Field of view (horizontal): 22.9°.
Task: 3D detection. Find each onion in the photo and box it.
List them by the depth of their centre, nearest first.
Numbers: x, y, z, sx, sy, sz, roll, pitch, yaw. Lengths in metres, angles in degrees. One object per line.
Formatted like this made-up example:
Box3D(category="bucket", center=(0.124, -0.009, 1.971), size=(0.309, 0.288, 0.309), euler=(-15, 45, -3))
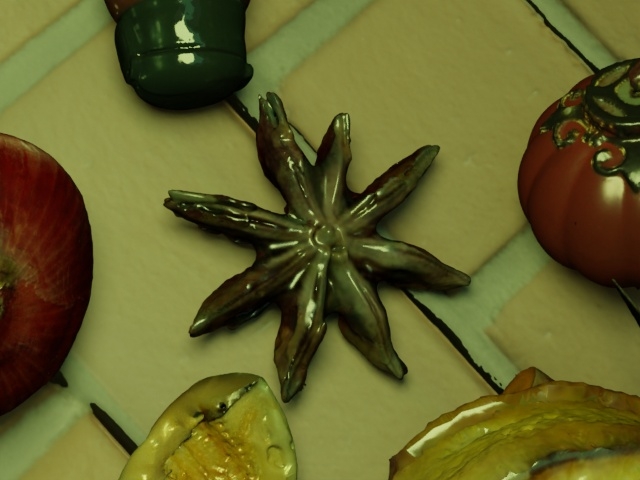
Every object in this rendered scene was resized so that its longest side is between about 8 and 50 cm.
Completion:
Box3D(category="onion", center=(-0.282, 0.035, 1.243), size=(0.161, 0.248, 0.248), euler=(30, 68, 34))

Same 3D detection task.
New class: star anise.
Box3D(category="star anise", center=(0.000, -0.001, 1.366), size=(0.288, 0.088, 0.288), euler=(1, 86, -19))

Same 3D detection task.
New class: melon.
Box3D(category="melon", center=(-0.091, 0.195, 1.310), size=(0.160, 0.079, 0.128), euler=(-46, 107, -19))

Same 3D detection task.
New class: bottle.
Box3D(category="bottle", center=(-0.128, -0.282, 1.384), size=(0.144, 0.144, 0.336), euler=(-5, 77, -13))

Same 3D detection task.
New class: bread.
Box3D(category="bread", center=(0.199, 0.310, 1.254), size=(0.398, 0.215, 0.398), euler=(0, 85, -6))

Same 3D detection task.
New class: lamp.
Box3D(category="lamp", center=(0.284, -0.062, 1.377), size=(0.227, 0.227, 0.226), euler=(3, 75, -11))

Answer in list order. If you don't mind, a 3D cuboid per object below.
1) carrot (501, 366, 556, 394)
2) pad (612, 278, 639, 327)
Box3D(category="carrot", center=(0.253, 0.191, 1.393), size=(0.210, 0.061, 0.061), euler=(34, 71, -7))
Box3D(category="pad", center=(0.339, 0.193, 1.275), size=(0.004, 0.220, 0.330), euler=(-32, 108, 5))
